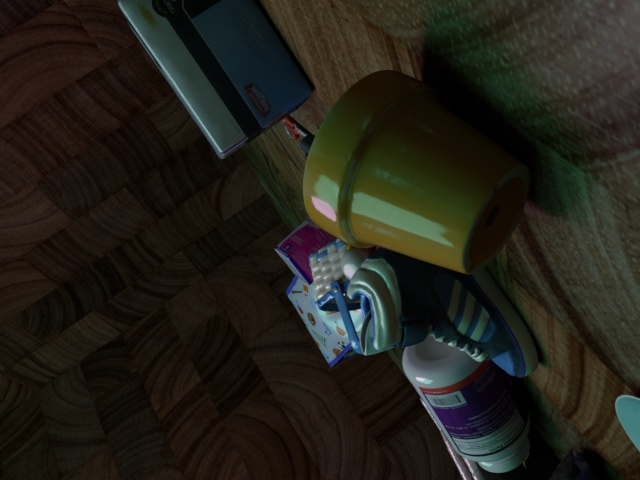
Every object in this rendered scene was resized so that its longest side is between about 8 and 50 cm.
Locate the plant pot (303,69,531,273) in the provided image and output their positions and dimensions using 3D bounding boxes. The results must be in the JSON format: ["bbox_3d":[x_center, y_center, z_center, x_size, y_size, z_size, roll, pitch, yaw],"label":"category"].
[{"bbox_3d":[0.117,-0.061,0.656,0.188,0.205,0.205,33,163,32],"label":"plant pot"}]

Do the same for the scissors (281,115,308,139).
[{"bbox_3d":[-0.067,-0.298,1.536,0.109,0.021,0.297,59,175,-21],"label":"scissors"}]

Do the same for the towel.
[{"bbox_3d":[0.395,0.514,1.420,0.332,0.053,0.317,23,-148,-50],"label":"towel"}]

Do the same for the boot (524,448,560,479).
[{"bbox_3d":[0.524,0.563,1.393,0.246,0.083,0.161,58,179,-15],"label":"boot"}]

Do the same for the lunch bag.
[{"bbox_3d":[0.087,0.181,1.914,0.328,0.239,0.385,55,152,17],"label":"lunch bag"}]

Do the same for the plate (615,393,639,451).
[{"bbox_3d":[0.425,0.252,0.681,0.188,0.024,0.188,53,174,9],"label":"plate"}]

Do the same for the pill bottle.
[{"bbox_3d":[0.313,0.324,1.213,0.323,0.181,0.181,57,174,-23],"label":"pill bottle"}]

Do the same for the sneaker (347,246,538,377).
[{"bbox_3d":[0.182,0.142,0.959,0.323,0.236,0.130,56,174,-11],"label":"sneaker"}]

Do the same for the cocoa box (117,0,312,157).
[{"bbox_3d":[-0.213,-0.379,1.237,0.347,0.228,0.231,56,175,-9],"label":"cocoa box"}]

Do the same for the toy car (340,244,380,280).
[{"bbox_3d":[0.146,0.035,1.218,0.182,0.159,0.136,40,129,10],"label":"toy car"}]

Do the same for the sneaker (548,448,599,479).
[{"bbox_3d":[0.513,0.508,1.073,0.147,0.130,0.330,20,151,54],"label":"sneaker"}]

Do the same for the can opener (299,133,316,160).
[{"bbox_3d":[0.033,-0.135,1.287,0.283,0.095,0.076,42,166,39],"label":"can opener"}]

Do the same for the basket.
[{"bbox_3d":[0.108,0.136,1.459,0.254,0.201,0.289,6,-120,-56],"label":"basket"}]

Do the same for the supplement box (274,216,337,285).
[{"bbox_3d":[0.000,0.000,1.631,0.114,0.220,0.111,53,169,-26],"label":"supplement box"}]
